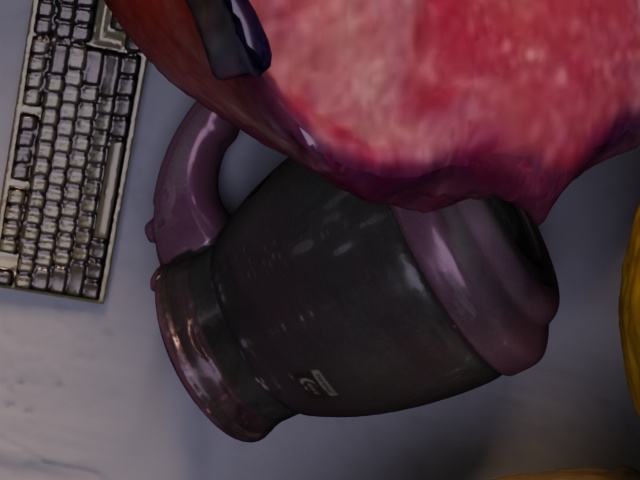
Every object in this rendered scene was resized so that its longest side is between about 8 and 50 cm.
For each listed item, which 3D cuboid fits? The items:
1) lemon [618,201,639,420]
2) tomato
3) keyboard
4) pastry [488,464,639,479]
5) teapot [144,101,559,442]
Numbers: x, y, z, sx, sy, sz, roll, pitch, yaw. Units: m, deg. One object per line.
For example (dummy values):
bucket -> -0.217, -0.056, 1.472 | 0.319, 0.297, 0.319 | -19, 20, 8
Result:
lemon -> 0.207, 0.022, 0.467 | 0.228, 0.253, 0.228 | 0, 90, 1
tomato -> 0.028, -0.174, 0.516 | 0.290, 0.176, 0.334 | -14, 99, -32
keyboard -> -0.100, -0.039, 0.629 | 0.049, 0.015, 0.129 | 12, 103, -4
pastry -> 0.110, 0.235, 0.609 | 0.316, 0.184, 0.284 | 39, 80, -5
teapot -> 0.000, 0.005, 0.594 | 0.146, 0.116, 0.148 | -28, 107, 16
